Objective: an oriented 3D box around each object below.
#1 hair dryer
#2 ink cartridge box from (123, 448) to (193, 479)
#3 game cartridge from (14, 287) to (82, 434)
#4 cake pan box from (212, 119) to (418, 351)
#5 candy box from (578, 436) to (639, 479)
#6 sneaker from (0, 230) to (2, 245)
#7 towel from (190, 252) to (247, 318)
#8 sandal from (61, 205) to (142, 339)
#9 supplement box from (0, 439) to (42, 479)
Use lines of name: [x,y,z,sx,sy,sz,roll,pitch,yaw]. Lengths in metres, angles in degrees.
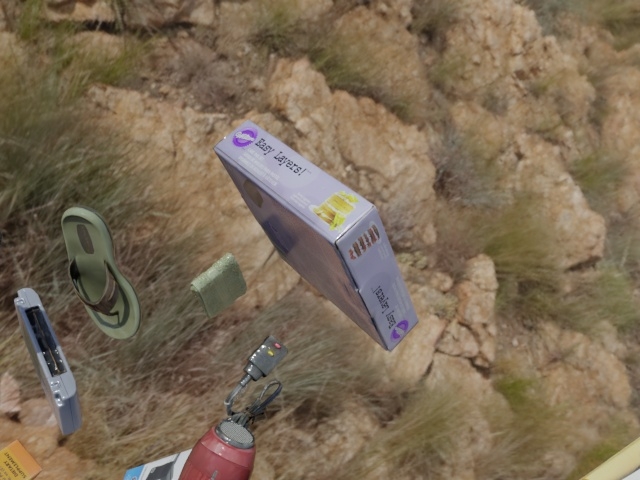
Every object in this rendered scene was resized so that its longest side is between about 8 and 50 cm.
hair dryer: [-0.110,0.283,0.866,0.080,0.223,0.293,26,58,13]
ink cartridge box: [-0.336,0.615,1.529,0.129,0.307,0.223,50,31,-25]
game cartridge: [-0.604,0.272,1.496,0.062,0.198,0.297,-22,59,-25]
cake pan box: [0.000,0.000,0.858,0.070,0.246,0.267,-40,139,-11]
candy box: [0.279,0.267,0.528,0.087,0.316,0.183,23,29,-40]
sneaker: [-0.701,0.016,1.187,0.111,0.297,0.129,19,51,-76]
towel: [-0.196,0.092,1.325,0.110,0.148,0.027,-41,61,-18]
sandal: [-0.448,0.078,1.325,0.086,0.120,0.302,-74,155,-58]
supplement box: [-0.580,0.433,1.101,0.078,0.080,0.233,49,35,2]
